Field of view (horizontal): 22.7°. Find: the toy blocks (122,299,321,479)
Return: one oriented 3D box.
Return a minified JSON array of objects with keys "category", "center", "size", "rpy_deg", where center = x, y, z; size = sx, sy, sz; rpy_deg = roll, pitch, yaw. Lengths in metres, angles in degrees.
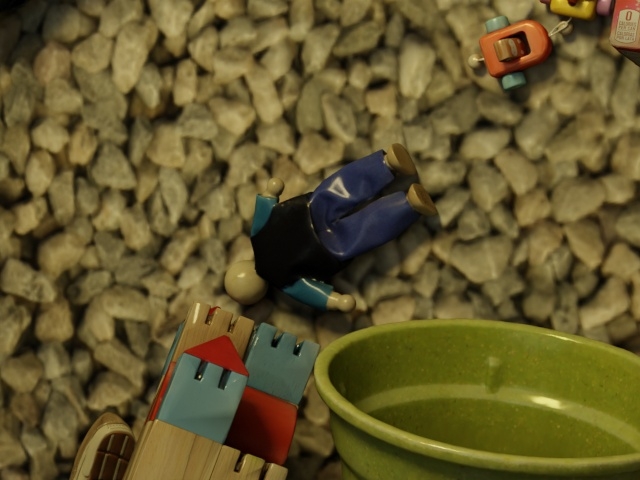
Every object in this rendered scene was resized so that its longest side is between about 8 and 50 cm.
[{"category":"toy blocks","center":[-0.091,0.167,1.194],"size":[0.191,0.381,0.260],"rpy_deg":[21,80,-5]}]

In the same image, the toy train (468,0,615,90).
[{"category":"toy train","center":[0.157,-0.206,1.233],"size":[0.125,0.046,0.166],"rpy_deg":[-14,87,21]}]

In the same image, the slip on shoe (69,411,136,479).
[{"category":"slip on shoe","center":[-0.200,0.212,1.385],"size":[0.041,0.051,0.135],"rpy_deg":[46,121,56]}]

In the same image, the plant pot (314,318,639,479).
[{"category":"plant pot","center":[0.123,0.221,1.161],"size":[0.276,0.276,0.253],"rpy_deg":[10,107,21]}]

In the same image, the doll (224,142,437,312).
[{"category":"doll","center":[0.000,0.000,1.298],"size":[0.189,0.046,0.129],"rpy_deg":[-30,80,19]}]

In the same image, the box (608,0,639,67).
[{"category":"box","center":[0.346,-0.167,1.101],"size":[0.257,0.128,0.122],"rpy_deg":[10,90,27]}]

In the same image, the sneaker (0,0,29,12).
[{"category":"sneaker","center":[-0.241,-0.286,1.343],"size":[0.127,0.126,0.321],"rpy_deg":[36,102,23]}]
